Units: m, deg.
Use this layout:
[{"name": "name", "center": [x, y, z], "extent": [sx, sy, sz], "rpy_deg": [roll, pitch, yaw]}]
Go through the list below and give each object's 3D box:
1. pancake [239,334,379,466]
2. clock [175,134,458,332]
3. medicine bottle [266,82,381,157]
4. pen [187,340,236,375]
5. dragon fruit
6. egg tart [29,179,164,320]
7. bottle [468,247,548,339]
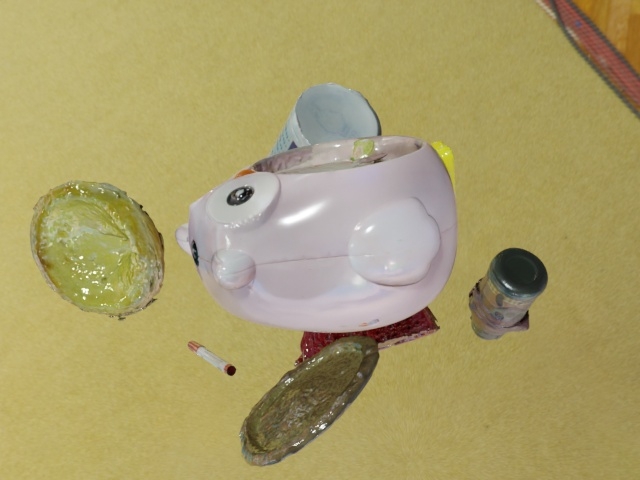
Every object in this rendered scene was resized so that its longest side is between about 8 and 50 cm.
[{"name": "pancake", "center": [-0.015, 0.173, 0.777], "extent": [0.199, 0.199, 0.021], "rpy_deg": [-37, 102, -5]}, {"name": "clock", "center": [0.000, 0.000, 1.029], "extent": [0.376, 0.368, 0.250], "rpy_deg": [-14, 107, -21]}, {"name": "medicine bottle", "center": [-0.018, -0.166, 1.518], "extent": [0.190, 0.332, 0.190], "rpy_deg": [9, 61, -18]}, {"name": "pen", "center": [-0.265, 0.281, 1.684], "extent": [0.239, 0.028, 0.028], "rpy_deg": [14, 69, 57]}, {"name": "dragon fruit", "center": [0.080, 0.156, 1.317], "extent": [0.274, 0.161, 0.126], "rpy_deg": [-18, 71, 9]}, {"name": "egg tart", "center": [-0.446, 0.008, 1.444], "extent": [0.315, 0.120, 0.315], "rpy_deg": [5, 112, 13]}, {"name": "bottle", "center": [0.433, 0.142, 1.641], "extent": [0.143, 0.271, 0.156], "rpy_deg": [-35, 65, -27]}]
